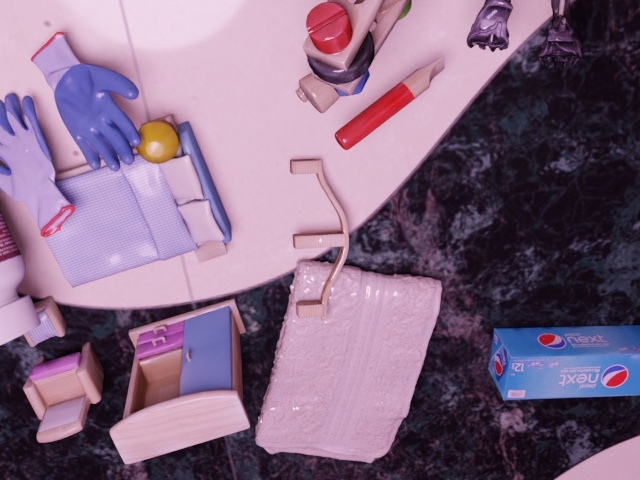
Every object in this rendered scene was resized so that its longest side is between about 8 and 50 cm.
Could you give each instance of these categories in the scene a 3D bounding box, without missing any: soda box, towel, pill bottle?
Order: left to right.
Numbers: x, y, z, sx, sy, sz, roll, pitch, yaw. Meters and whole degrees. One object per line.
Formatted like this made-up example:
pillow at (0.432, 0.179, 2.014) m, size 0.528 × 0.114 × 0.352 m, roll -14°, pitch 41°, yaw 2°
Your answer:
pill bottle at (-0.377, 0.006, 0.788) m, size 0.121 × 0.121 × 0.221 m, roll -22°, pitch 96°, yaw 3°
towel at (0.030, 0.162, 0.987) m, size 0.187 × 0.049 × 0.282 m, roll 9°, pitch 113°, yaw -12°
soda box at (0.332, 0.157, 1.009) m, size 0.210 × 0.071 × 0.067 m, roll 0°, pitch 115°, yaw -7°

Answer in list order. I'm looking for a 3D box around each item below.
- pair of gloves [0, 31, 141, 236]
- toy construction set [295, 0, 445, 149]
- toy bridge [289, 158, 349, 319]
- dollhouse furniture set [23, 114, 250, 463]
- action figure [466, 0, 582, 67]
pair of gloves at (-0.266, -0.110, 0.789) m, size 0.198 × 0.023 × 0.159 m, roll -38°, pitch 81°, yaw 19°
toy construction set at (0.047, -0.263, 0.719) m, size 0.237 × 0.257 × 0.309 m, roll -37°, pitch 135°, yaw -3°
toy bridge at (0.000, 0.000, 0.894) m, size 0.063 × 0.026 × 0.188 m, roll -4°, pitch 99°, yaw -10°
dollhouse furniture set at (-0.233, 0.055, 0.823) m, size 0.287 × 0.198 × 0.303 m, roll -17°, pitch 115°, yaw 1°
action figure at (0.200, -0.313, 0.744) m, size 0.164 × 0.141 × 0.275 m, roll 7°, pitch 88°, yaw -1°
